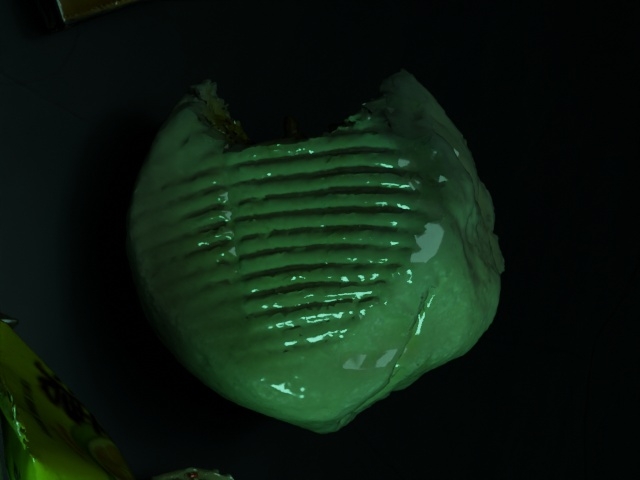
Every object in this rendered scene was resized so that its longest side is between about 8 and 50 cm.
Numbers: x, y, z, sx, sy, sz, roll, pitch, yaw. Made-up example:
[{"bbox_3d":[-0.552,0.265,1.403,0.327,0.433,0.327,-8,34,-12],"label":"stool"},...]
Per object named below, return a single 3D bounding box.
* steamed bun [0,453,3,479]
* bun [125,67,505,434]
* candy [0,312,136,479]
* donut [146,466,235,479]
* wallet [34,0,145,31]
[{"bbox_3d":[-0.357,0.123,1.020,0.374,0.334,0.334,41,59,-16],"label":"steamed bun"},{"bbox_3d":[0.003,0.015,1.381,0.205,0.281,0.281,36,55,-67],"label":"bun"},{"bbox_3d":[-0.150,0.172,1.143,0.081,0.187,0.297,-29,119,-5],"label":"candy"},{"bbox_3d":[-0.100,0.254,1.358,0.174,0.068,0.174,10,73,-36],"label":"donut"},{"bbox_3d":[-0.185,-0.268,1.410,0.161,0.042,0.195,-28,97,-43],"label":"wallet"}]
